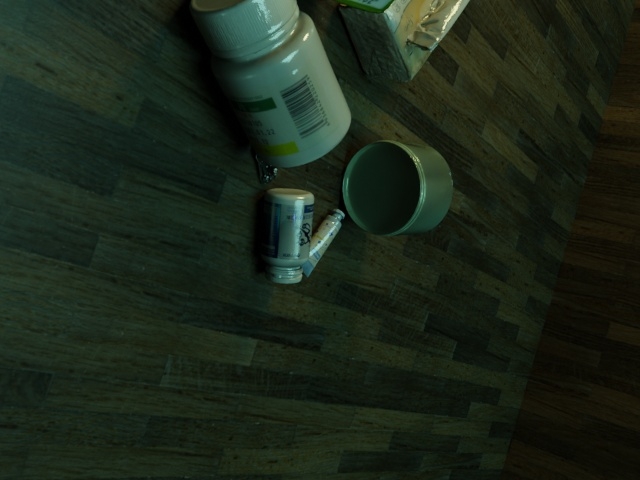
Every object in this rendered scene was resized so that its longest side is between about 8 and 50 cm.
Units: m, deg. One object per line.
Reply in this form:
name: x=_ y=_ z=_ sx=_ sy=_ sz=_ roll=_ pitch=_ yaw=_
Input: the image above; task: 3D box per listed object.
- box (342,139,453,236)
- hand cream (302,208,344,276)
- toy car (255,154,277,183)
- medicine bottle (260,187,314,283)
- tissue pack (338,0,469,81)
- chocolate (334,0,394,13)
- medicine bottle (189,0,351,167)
box: x=0.183 y=-0.125 z=1.824 sx=0.149 sy=0.226 sz=0.226 roll=-4 pitch=105 yaw=-52
hand cream: x=0.000 y=0.000 z=1.782 sx=0.171 sy=0.043 sz=0.065 roll=-55 pitch=133 yaw=-18
toy car: x=-0.115 y=-0.163 z=1.590 sx=0.041 sy=0.025 sz=0.093 roll=-43 pitch=137 yaw=-38
medicine bottle: x=-0.073 y=-0.010 z=1.628 sx=0.107 sy=0.107 sz=0.192 roll=-11 pitch=110 yaw=-51
tissue pack: x=0.228 y=-0.542 z=1.748 sx=0.305 sy=0.238 sz=0.239 roll=-55 pitch=139 yaw=-25
chocolate: x=0.036 y=-0.612 z=1.455 sx=0.300 sy=0.137 sz=0.289 roll=-5 pitch=76 yaw=-53
medicine bottle: x=-0.091 y=-0.324 z=1.417 sx=0.208 sy=0.208 sz=0.340 roll=-53 pitch=136 yaw=-27
